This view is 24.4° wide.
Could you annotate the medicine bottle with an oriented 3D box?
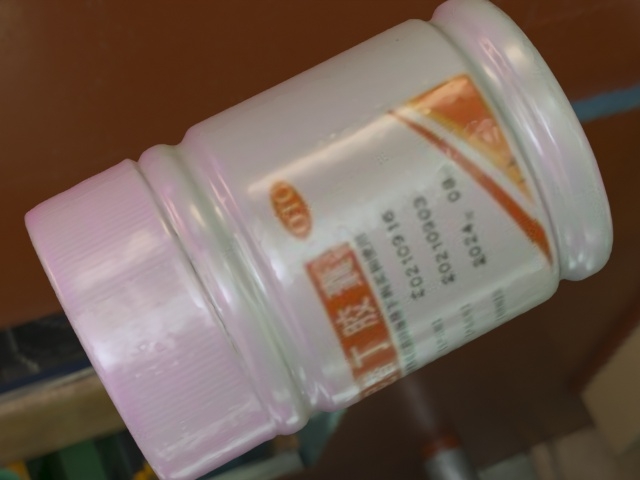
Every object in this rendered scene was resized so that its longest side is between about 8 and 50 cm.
[{"bbox_3d":[0.000,0.000,0.930,0.316,0.202,0.202,-27,157,-5],"label":"medicine bottle"}]
